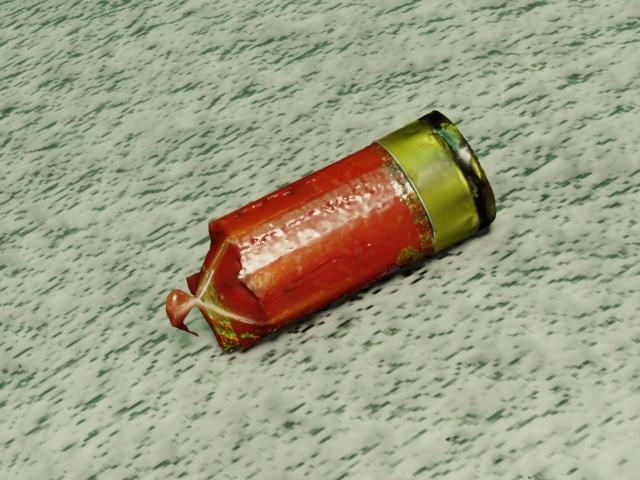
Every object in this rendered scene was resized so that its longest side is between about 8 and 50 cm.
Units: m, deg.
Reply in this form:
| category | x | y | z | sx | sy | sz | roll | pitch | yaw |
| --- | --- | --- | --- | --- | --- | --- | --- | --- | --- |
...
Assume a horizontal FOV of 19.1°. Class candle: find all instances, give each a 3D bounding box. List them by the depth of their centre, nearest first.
| category | x | y | z | sx | sy | sz | roll | pitch | yaw |
| --- | --- | --- | --- | --- | --- | --- | --- | --- | --- |
| candle | 0.000 | 0.000 | 0.723 | 0.131 | 0.052 | 0.052 | -28 | 33 | -10 |
